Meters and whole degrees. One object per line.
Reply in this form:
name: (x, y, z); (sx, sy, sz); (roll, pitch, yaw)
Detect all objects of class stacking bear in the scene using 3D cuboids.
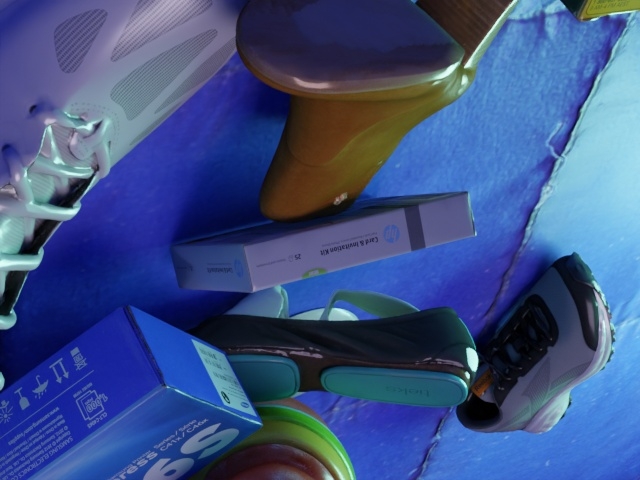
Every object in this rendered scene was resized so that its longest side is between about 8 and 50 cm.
stacking bear: (-0.047, 0.221, 1.112); (0.164, 0.175, 0.289); (-38, -175, -2)

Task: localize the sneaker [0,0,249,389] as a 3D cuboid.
sneaker: (-0.183, 0.020, 0.771); (0.447, 0.257, 0.169); (-35, 148, 6)

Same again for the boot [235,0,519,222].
boot: (0.009, -0.080, 0.881); (0.295, 0.104, 0.211); (-28, 161, -51)

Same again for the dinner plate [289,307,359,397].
dinner plate: (-0.023, 0.113, 1.261); (0.141, 0.017, 0.141); (-20, 146, -15)

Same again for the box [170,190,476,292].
box: (0.000, 0.000, 1.025); (0.186, 0.038, 0.145); (-13, -175, -26)

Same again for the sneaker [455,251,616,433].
sneaker: (0.216, 0.119, 1.392); (0.108, 0.100, 0.271); (-9, 142, -23)

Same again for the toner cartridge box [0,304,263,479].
toner cartridge box: (-0.226, 0.191, 1.015); (0.348, 0.075, 0.165); (-36, 152, 9)

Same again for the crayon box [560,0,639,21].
crayon box: (0.282, -0.299, 0.885); (0.202, 0.081, 0.318); (-12, 144, -28)

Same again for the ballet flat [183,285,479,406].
ballet flat: (-0.010, 0.088, 1.140); (0.281, 0.096, 0.095); (3, 146, -4)
